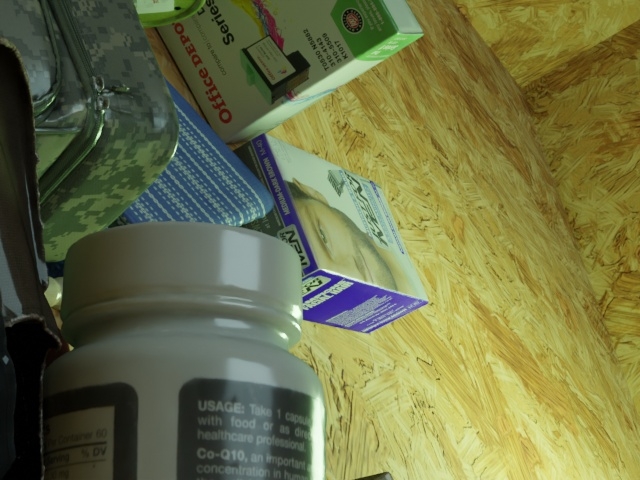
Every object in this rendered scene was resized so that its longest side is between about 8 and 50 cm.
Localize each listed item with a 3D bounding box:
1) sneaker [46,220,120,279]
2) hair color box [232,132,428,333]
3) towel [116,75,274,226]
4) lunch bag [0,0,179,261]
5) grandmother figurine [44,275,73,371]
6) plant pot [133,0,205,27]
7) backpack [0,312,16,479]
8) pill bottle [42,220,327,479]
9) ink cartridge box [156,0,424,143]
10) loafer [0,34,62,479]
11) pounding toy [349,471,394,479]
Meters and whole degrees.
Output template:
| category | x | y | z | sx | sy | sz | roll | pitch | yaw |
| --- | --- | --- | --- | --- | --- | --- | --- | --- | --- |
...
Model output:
| category | x | y | z | sx | sy | sz | roll | pitch | yaw |
| --- | --- | --- | --- | --- | --- | --- | --- | --- | --- |
| sneaker | -0.191 | 0.038 | 1.332 | 0.232 | 0.081 | 0.090 | 62 | 10 | -4 |
| hair color box | 0.000 | 0.000 | 1.821 | 0.339 | 0.110 | 0.185 | 16 | 48 | -62 |
| towel | -0.185 | -0.092 | 1.514 | 0.243 | 0.040 | 0.336 | 47 | 20 | 6 |
| lunch bag | -0.289 | -0.144 | 1.164 | 0.256 | 0.212 | 0.305 | 8 | 52 | -46 |
| grandmother figurine | -0.219 | 0.107 | 1.128 | 0.342 | 0.104 | 0.208 | 39 | 18 | -41 |
| plant pot | -0.215 | -0.405 | 1.692 | 0.275 | 0.275 | 0.293 | 22 | 58 | -61 |
| backpack | -0.303 | 0.075 | 0.781 | 0.263 | 0.213 | 0.276 | 53 | 26 | 1 |
| pill bottle | -0.096 | 0.182 | 1.003 | 0.204 | 0.204 | 0.361 | 30 | 55 | -56 |
| ink cartridge box | -0.046 | -0.273 | 1.841 | 0.201 | 0.278 | 0.117 | 61 | 22 | 3 |
| loafer | -0.216 | 0.032 | 0.946 | 0.134 | 0.130 | 0.366 | -6 | 97 | -55 |
| pounding toy | -0.011 | 0.294 | 1.281 | 0.094 | 0.206 | 0.181 | 61 | -24 | 2 |
